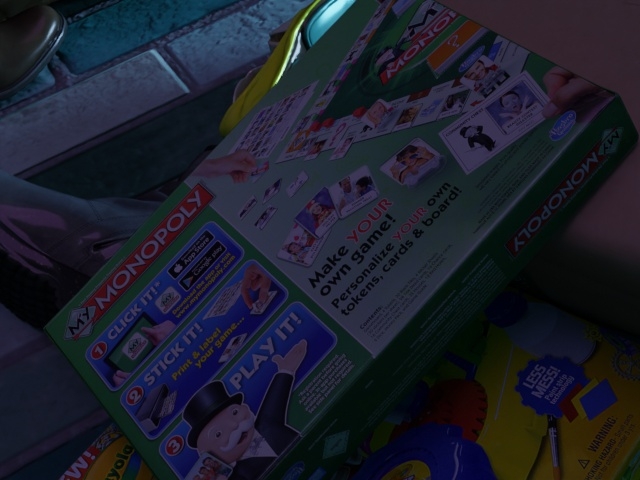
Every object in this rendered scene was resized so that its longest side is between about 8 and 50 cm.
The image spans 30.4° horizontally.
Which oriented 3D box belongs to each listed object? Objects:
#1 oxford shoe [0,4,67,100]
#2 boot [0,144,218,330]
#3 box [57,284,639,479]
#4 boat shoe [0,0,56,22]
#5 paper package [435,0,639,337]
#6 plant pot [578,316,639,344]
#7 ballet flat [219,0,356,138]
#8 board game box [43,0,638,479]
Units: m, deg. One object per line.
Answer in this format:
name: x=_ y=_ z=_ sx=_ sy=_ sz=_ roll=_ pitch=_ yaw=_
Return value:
oxford shoe: x=-0.358 y=-0.186 z=1.196 sx=0.227 sy=0.096 sz=0.083 roll=-37 pitch=51 yaw=-24
boot: x=-0.170 y=-0.016 z=1.017 sx=0.338 sy=0.118 sz=0.223 roll=39 pitch=61 yaw=22
box: x=0.035 y=0.171 z=0.761 sx=0.279 sy=0.177 sz=0.290 roll=25 pitch=57 yaw=29
boat shoe: x=-0.289 y=-0.320 z=1.261 sx=0.341 sy=0.121 sz=0.110 roll=-24 pitch=83 yaw=-10
paper package: x=0.209 y=-0.103 z=0.765 sx=0.325 sy=0.168 sz=0.309 roll=23 pitch=76 yaw=42
plant pot: x=0.294 y=0.050 z=0.839 sx=0.234 sy=0.165 sz=0.166 roll=-3 pitch=48 yaw=17
ballet flat: x=-0.028 y=-0.172 z=1.147 sx=0.077 sy=0.077 sz=0.231 roll=4 pitch=50 yaw=35
board game box: x=0.000 y=0.000 z=0.692 sx=0.317 sy=0.046 sz=0.213 roll=-47 pitch=45 yaw=-2
